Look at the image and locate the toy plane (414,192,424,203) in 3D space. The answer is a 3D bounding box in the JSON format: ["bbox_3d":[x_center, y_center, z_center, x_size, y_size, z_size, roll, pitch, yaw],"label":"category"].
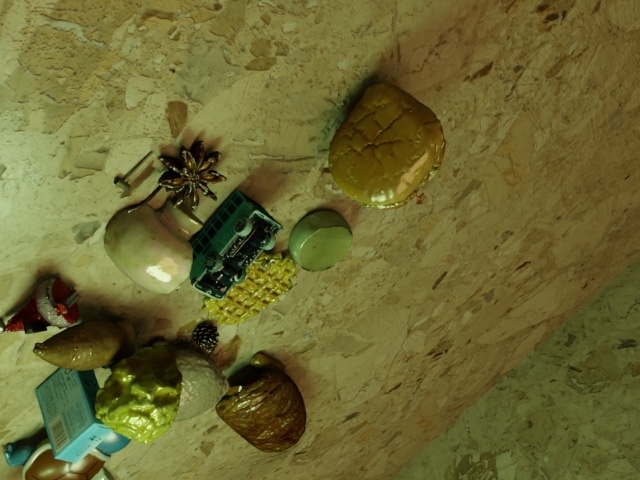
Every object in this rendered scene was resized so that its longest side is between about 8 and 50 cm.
[{"bbox_3d":[0.238,-0.161,2.030,0.194,0.077,0.126,-8,136,-41],"label":"toy plane"}]

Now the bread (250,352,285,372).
[{"bbox_3d":[-0.171,0.411,2.298,0.052,0.044,0.157,-37,141,13],"label":"bread"}]

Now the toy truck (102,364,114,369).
[{"bbox_3d":[-0.569,0.341,1.944,0.083,0.044,0.039,14,122,-43],"label":"toy truck"}]

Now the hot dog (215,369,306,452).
[{"bbox_3d":[-0.195,0.559,2.304,0.266,0.174,0.388,-26,138,2],"label":"hot dog"}]

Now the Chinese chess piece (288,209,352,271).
[{"bbox_3d":[0.000,0.000,2.005,0.188,0.083,0.188,-19,140,-17],"label":"Chinese chess piece"}]

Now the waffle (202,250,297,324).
[{"bbox_3d":[-0.204,0.137,2.005,0.280,0.060,0.262,-10,136,-27],"label":"waffle"}]

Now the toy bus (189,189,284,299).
[{"bbox_3d":[-0.235,0.012,1.791,0.256,0.147,0.128,-49,138,6],"label":"toy bus"}]

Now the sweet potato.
[{"bbox_3d":[-0.572,0.258,1.711,0.131,0.131,0.336,-43,168,8],"label":"sweet potato"}]

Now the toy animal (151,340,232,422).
[{"bbox_3d":[-0.412,0.420,2.023,0.358,0.188,0.226,2,132,-38],"label":"toy animal"}]

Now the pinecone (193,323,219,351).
[{"bbox_3d":[-0.329,0.284,2.034,0.077,0.083,0.077,-10,120,-19],"label":"pinecone"}]

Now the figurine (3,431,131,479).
[{"bbox_3d":[-0.737,0.620,1.991,0.416,0.243,0.298,-48,134,-19],"label":"figurine"}]

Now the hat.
[{"bbox_3d":[-0.685,0.182,1.659,0.227,0.140,0.129,-24,123,3],"label":"hat"}]

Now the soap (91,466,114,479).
[{"bbox_3d":[-0.759,0.811,2.242,0.183,0.064,0.121,-28,137,-12],"label":"soap"}]

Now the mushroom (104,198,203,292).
[{"bbox_3d":[-0.402,0.019,1.666,0.236,0.162,0.173,-48,141,10],"label":"mushroom"}]

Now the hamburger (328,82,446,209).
[{"bbox_3d":[0.152,-0.229,1.730,0.318,0.319,0.158,-47,155,12],"label":"hamburger"}]

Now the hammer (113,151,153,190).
[{"bbox_3d":[-0.423,-0.162,1.594,0.110,0.019,0.035,-46,140,2],"label":"hammer"}]

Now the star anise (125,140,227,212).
[{"bbox_3d":[-0.331,-0.150,1.620,0.233,0.073,0.177,-5,116,-38],"label":"star anise"}]

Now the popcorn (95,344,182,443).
[{"bbox_3d":[-0.451,0.378,1.785,0.237,0.205,0.252,64,49,-71],"label":"popcorn"}]

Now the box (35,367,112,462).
[{"bbox_3d":[-0.649,0.446,1.838,0.142,0.232,0.083,-42,140,5],"label":"box"}]
